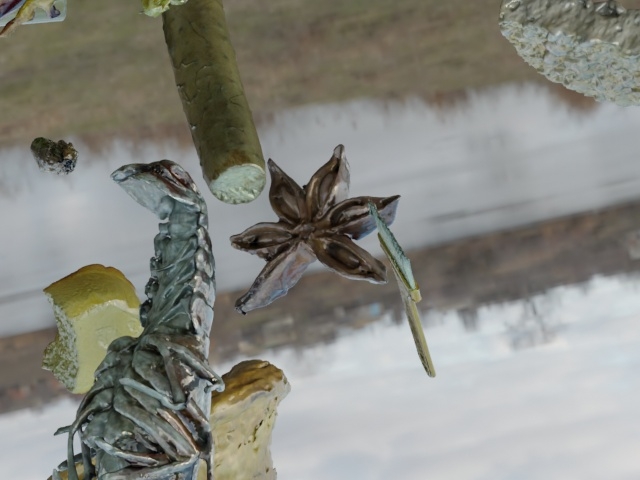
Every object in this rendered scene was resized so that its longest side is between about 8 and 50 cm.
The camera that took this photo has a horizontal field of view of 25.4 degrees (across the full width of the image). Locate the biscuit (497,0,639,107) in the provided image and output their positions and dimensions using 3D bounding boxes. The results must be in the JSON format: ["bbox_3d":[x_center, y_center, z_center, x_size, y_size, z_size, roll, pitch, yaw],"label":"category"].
[{"bbox_3d":[0.353,-0.228,1.740,0.281,0.084,0.179,19,165,8],"label":"biscuit"}]

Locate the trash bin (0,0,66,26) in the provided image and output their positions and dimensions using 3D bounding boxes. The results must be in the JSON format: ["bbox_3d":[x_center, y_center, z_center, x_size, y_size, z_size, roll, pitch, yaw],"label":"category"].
[{"bbox_3d":[-0.498,-0.414,2.018,0.247,0.243,0.121,-6,175,-17],"label":"trash bin"}]

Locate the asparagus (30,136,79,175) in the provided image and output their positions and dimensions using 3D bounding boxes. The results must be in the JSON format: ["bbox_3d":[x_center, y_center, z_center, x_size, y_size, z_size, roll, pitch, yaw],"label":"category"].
[{"bbox_3d":[-0.257,-0.082,1.377,0.030,0.036,0.165,12,180,-20],"label":"asparagus"}]

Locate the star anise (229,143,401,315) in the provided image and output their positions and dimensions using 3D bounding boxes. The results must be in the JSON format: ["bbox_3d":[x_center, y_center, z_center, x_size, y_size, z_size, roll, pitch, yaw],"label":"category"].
[{"bbox_3d":[-0.003,-0.015,1.513,0.208,0.171,0.063,-14,158,28],"label":"star anise"}]

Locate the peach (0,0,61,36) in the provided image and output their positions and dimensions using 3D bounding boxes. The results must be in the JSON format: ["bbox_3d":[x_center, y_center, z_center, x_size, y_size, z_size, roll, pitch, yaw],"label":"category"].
[{"bbox_3d":[-0.406,-0.373,1.406,0.339,0.353,0.416,-7,-169,-24],"label":"peach"}]

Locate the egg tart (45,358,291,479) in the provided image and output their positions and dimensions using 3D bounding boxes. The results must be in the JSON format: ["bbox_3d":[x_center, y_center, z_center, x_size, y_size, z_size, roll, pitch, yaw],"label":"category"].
[{"bbox_3d":[-0.208,0.335,1.960,0.443,0.178,0.443,-33,172,-6],"label":"egg tart"}]

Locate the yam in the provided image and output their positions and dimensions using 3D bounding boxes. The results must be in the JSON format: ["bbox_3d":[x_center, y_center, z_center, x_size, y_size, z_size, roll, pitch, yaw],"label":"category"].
[{"bbox_3d":[-0.124,-0.189,1.551,0.083,0.371,0.083,-9,136,-9],"label":"yam"}]

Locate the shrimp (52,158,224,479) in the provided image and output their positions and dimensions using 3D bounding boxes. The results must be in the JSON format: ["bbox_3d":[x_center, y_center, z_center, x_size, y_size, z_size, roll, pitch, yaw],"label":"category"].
[{"bbox_3d":[-0.166,0.128,1.345,0.166,0.410,0.221,27,157,-33],"label":"shrimp"}]

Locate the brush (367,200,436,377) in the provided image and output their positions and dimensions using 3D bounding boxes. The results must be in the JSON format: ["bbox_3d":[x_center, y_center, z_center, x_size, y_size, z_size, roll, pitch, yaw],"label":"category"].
[{"bbox_3d":[0.081,0.057,1.275,0.010,0.082,0.218,-25,137,-4],"label":"brush"}]

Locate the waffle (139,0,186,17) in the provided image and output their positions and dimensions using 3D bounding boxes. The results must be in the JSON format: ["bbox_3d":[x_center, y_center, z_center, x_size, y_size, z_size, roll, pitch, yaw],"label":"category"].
[{"bbox_3d":[-0.131,-0.330,1.401,0.054,0.214,0.208,19,-145,11],"label":"waffle"}]

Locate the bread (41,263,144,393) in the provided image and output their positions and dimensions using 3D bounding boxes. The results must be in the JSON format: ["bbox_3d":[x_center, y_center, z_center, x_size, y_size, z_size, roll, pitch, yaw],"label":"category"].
[{"bbox_3d":[-0.267,0.103,1.704,0.125,0.156,0.086,-13,-141,-27],"label":"bread"}]
